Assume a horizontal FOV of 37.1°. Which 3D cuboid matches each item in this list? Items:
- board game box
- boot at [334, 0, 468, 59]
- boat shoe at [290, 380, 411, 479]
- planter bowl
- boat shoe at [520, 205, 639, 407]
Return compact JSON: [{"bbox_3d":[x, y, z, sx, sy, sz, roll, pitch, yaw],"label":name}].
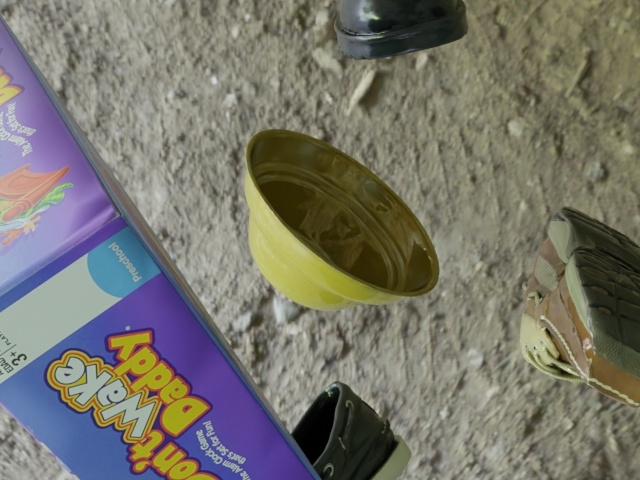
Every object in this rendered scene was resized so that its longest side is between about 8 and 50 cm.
[{"bbox_3d":[-0.127,0.018,0.532,0.078,0.233,0.347,-35,36,-7],"label":"board game box"},{"bbox_3d":[0.037,-0.258,0.688,0.094,0.207,0.246,-12,27,6],"label":"boot"},{"bbox_3d":[-0.043,0.221,0.808,0.340,0.127,0.113,-31,91,-47],"label":"boat shoe"},{"bbox_3d":[0.000,0.000,0.897,0.217,0.090,0.217,29,29,-18],"label":"planter bowl"},{"bbox_3d":[0.241,0.072,0.846,0.122,0.324,0.120,30,109,1],"label":"boat shoe"}]
